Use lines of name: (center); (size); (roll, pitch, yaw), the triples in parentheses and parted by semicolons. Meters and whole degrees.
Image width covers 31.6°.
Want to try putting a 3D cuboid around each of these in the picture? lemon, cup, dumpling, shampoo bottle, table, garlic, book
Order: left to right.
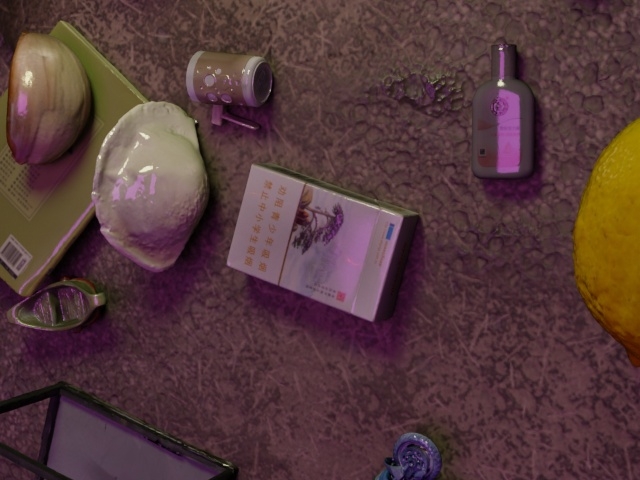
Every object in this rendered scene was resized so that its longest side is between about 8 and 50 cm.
book: (-0.409, -0.117, 1.678); (0.239, 0.035, 0.352); (44, 102, 18)
garlic: (-0.385, -0.215, 1.607); (0.115, 0.128, 0.207); (0, 79, -4)
table: (-0.343, 0.383, 1.585); (0.334, 0.272, 0.222); (20, 102, 23)
dumpling: (-0.240, -0.072, 1.560); (0.126, 0.166, 0.216); (47, 122, 49)
cup: (-0.123, -0.204, 1.537); (0.099, 0.074, 0.102); (8, 98, 24)
shampoo bottle: (0.226, -0.158, 1.394); (0.079, 0.040, 0.165); (3, 97, 27)
lemon: (0.404, -0.008, 1.199); (0.268, 0.268, 0.322); (22, 116, 22)

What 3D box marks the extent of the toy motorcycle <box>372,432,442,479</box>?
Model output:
toy motorcycle: (0.134, 0.371, 1.459); (0.135, 0.092, 0.255); (-21, 95, 34)

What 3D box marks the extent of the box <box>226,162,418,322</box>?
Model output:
box: (0.001, 0.000, 1.502); (0.233, 0.067, 0.150); (20, 105, 23)

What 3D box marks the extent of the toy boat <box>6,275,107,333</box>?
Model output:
toy boat: (-0.382, 0.098, 1.689); (0.185, 0.071, 0.089); (-12, 90, 27)
